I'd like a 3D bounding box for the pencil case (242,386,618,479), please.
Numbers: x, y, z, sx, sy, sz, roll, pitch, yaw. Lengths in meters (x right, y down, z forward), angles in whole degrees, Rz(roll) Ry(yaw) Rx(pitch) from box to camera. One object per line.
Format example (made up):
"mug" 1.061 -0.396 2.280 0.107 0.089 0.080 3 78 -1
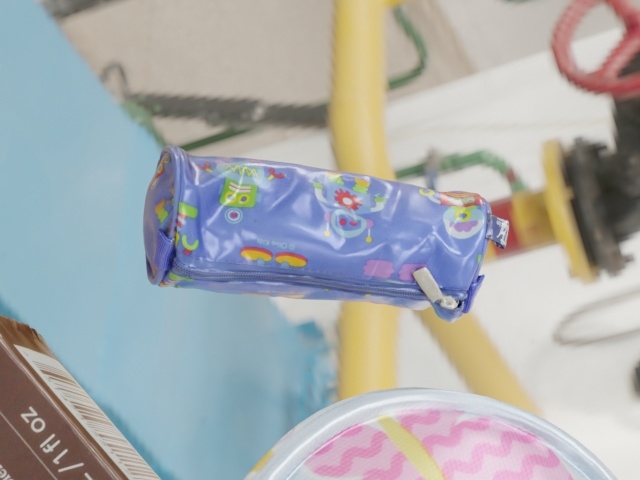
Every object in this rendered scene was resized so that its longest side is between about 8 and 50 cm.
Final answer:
"pencil case" 0.012 0.147 0.517 0.273 0.124 0.113 106 1 -58

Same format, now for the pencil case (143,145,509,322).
"pencil case" 0.000 0.000 1.482 0.133 0.306 0.119 -96 -163 -54

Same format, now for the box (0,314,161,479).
"box" -0.264 0.236 0.991 0.191 0.381 0.143 47 -1 13
